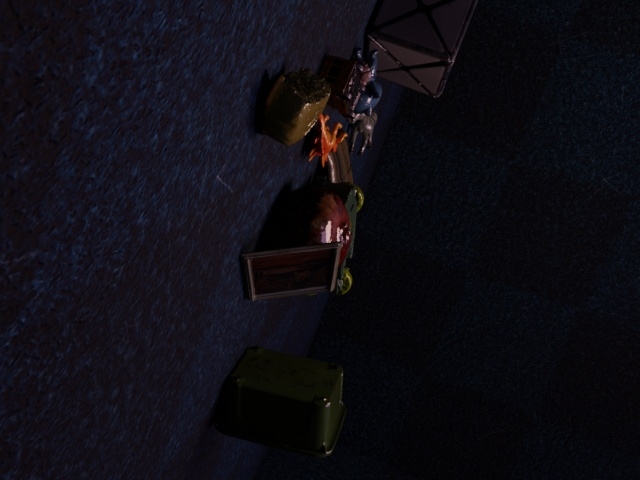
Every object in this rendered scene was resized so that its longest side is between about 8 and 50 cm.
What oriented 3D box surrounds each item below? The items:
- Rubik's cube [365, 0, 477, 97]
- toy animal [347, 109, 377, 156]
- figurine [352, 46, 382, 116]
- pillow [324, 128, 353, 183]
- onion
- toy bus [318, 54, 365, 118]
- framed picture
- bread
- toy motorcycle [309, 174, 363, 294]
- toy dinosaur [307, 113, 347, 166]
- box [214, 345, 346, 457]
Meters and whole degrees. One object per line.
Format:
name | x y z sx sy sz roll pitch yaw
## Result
Rubik's cube | 0.282 -0.603 1.986 0.260 0.255 0.259 92 19 -77
toy animal | 0.134 -0.361 2.273 0.255 0.090 0.170 -44 150 -81
figurine | 0.121 -0.434 1.872 0.144 0.114 0.178 -63 163 -54
pillow | 0.055 -0.199 2.032 0.212 0.052 0.208 -62 145 -60
onion | -0.020 -0.013 1.644 0.246 0.190 0.246 11 90 -70
toy bus | 0.048 -0.349 1.580 0.194 0.088 0.083 54 58 -80
framed picture | -0.065 0.075 1.536 0.273 0.216 0.016 94 -12 -65
bread | -0.052 -0.224 1.182 0.125 0.086 0.156 -61 174 26
toy motorcycle | 0.000 0.000 1.904 0.191 0.200 0.326 -62 161 -58
toy dinosaur | 0.004 -0.239 1.677 0.288 0.070 0.117 30 81 -79
box | -0.100 0.422 1.863 0.253 0.328 0.178 -60 157 -64
